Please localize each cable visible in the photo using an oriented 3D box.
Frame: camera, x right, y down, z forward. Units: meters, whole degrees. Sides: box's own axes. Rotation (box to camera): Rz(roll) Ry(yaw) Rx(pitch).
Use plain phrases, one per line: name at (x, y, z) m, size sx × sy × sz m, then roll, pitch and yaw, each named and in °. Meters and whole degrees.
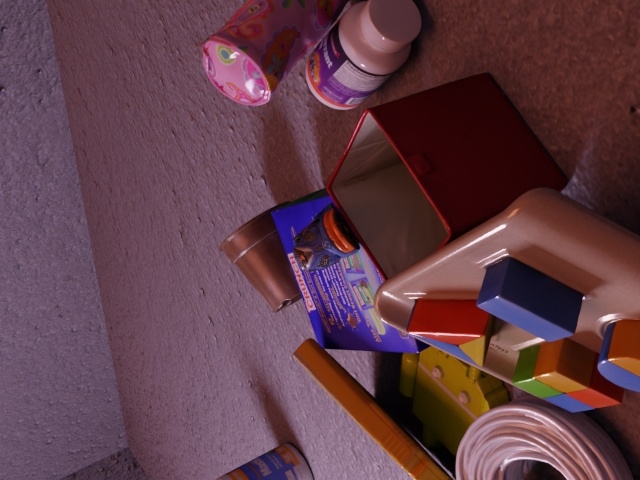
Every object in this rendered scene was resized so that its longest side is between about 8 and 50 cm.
cable at (0.308, 0.339, 1.175) m, size 0.257 × 0.089 × 0.257 m, roll 31°, pitch 121°, yaw 36°

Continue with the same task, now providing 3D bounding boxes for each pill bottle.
pill bottle at (0.061, -0.269, 1.211) m, size 0.108 × 0.108 × 0.193 m, roll 66°, pitch 152°, yaw 5°
pill bottle at (-0.163, 0.612, 2.067) m, size 0.152 × 0.272 × 0.152 m, roll 40°, pitch 141°, yaw 42°

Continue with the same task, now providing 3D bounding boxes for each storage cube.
storage cube at (0.154, -0.072, 1.095) m, size 0.215 × 0.193 × 0.183 m, roll 59°, pitch 152°, yaw 19°

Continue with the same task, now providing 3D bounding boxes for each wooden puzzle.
wooden puzzle at (0.258, 0.102, 0.955) m, size 0.322 × 0.080 × 0.348 m, roll 27°, pitch 151°, yaw -11°

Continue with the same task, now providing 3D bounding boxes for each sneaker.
sneaker at (0.000, 0.000, 1.208) m, size 0.083 × 0.087 × 0.221 m, roll 59°, pitch -177°, yaw 3°

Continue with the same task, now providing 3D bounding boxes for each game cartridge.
game cartridge at (0.118, 0.324, 1.454) m, size 0.324 × 0.052 × 0.285 m, roll 38°, pitch 172°, yaw 43°

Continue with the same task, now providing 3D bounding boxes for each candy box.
candy box at (0.070, 0.037, 1.402) m, size 0.317 × 0.122 × 0.268 m, roll -10°, pitch 101°, yaw 61°

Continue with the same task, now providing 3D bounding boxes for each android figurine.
android figurine at (0.217, 0.264, 1.373) m, size 0.248 × 0.056 × 0.272 m, roll 44°, pitch 146°, yaw 39°

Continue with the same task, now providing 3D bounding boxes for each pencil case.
pencil case at (-0.047, -0.316, 1.188) m, size 0.124 × 0.284 × 0.124 m, roll 27°, pitch 154°, yaw 15°

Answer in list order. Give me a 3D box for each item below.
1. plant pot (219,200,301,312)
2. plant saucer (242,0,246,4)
plant pot at (-0.080, 0.038, 1.647) m, size 0.165 × 0.167 × 0.167 m, roll 56°, pitch 151°, yaw 7°
plant saucer at (-0.100, -0.423, 1.486) m, size 0.119 × 0.021 × 0.119 m, roll 39°, pitch 141°, yaw 42°
